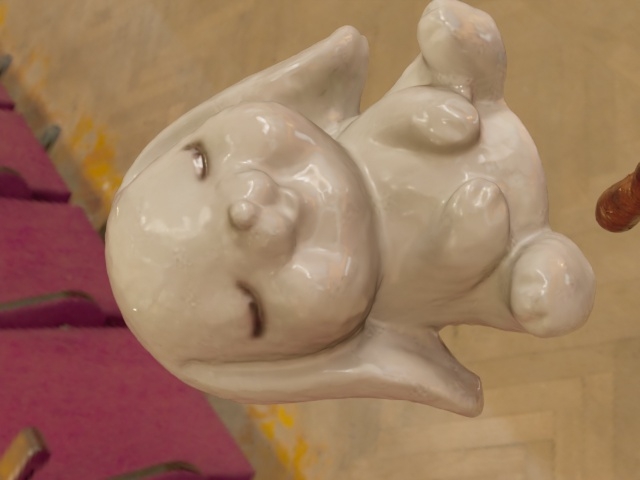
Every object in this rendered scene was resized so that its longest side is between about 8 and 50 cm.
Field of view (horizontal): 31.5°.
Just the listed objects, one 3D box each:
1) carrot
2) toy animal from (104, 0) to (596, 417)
[{"bbox_3d":[0.231,-0.037,0.813,0.165,0.035,0.036,104,180,-76],"label":"carrot"},{"bbox_3d":[0.000,0.000,0.707,0.206,0.264,0.272,133,118,-70],"label":"toy animal"}]
